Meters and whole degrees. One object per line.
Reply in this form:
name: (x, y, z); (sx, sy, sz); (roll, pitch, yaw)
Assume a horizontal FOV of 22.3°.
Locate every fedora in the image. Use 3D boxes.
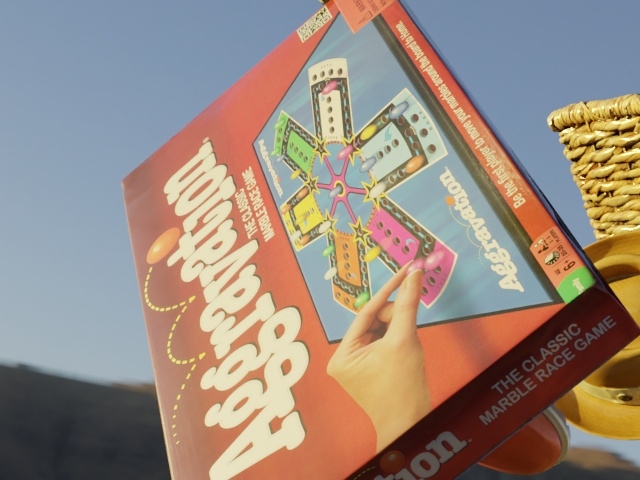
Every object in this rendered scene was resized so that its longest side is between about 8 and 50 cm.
fedora: (0.244, 0.065, 1.300); (0.194, 0.194, 0.079); (1, -21, 31)

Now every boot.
boot: (0.058, 0.101, 0.868); (0.157, 0.085, 0.059); (21, -54, -3)

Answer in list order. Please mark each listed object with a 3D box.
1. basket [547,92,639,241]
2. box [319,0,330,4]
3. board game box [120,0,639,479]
basket: (0.389, -0.060, 1.434); (0.213, 0.223, 0.299); (-24, 7, -26)
box: (-0.044, -0.355, 1.101); (0.322, 0.079, 0.257); (47, -31, 11)
board game box: (0.000, 0.000, 0.565); (0.027, 0.145, 0.281); (44, 11, -27)
